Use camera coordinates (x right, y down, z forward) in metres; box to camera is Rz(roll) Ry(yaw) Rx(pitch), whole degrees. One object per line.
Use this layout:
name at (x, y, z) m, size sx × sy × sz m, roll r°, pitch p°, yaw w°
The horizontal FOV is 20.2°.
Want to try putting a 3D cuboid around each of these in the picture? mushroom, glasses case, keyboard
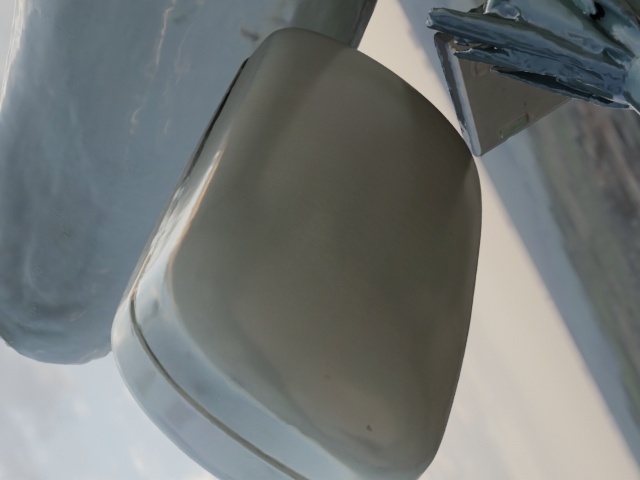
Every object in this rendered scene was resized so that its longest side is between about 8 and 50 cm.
mushroom at (-0.038, -0.115, 0.641) m, size 0.137 × 0.154 × 0.407 m, roll 35°, pitch 140°, yaw 6°
glasses case at (0.000, 0.000, 0.465) m, size 0.081 × 0.051 × 0.204 m, roll 36°, pitch -155°, yaw -8°
keyboard at (0.110, -0.092, 0.617) m, size 0.017 × 0.166 × 0.055 m, roll 42°, pitch 159°, yaw 45°

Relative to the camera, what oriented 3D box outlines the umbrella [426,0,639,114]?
umbrella at (0.063, -0.020, 0.295) m, size 0.269 × 0.044 × 0.044 m, roll 49°, pitch 172°, yaw 47°
